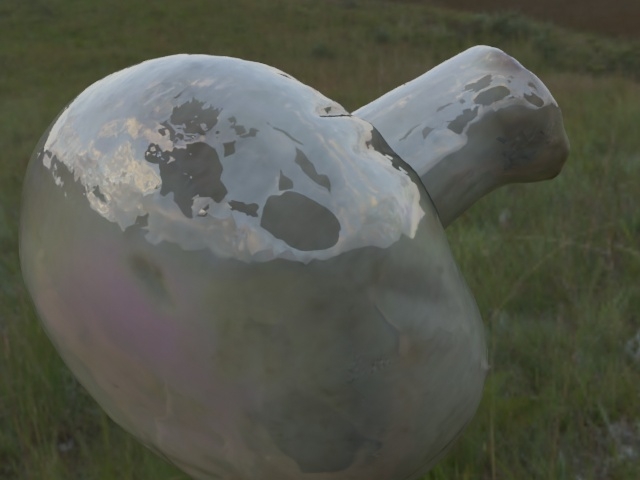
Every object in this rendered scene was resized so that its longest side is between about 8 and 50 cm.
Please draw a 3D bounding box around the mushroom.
[{"bbox_3d":[-0.011,0.029,0.613,0.355,0.315,0.315,-6,21,6],"label":"mushroom"}]
